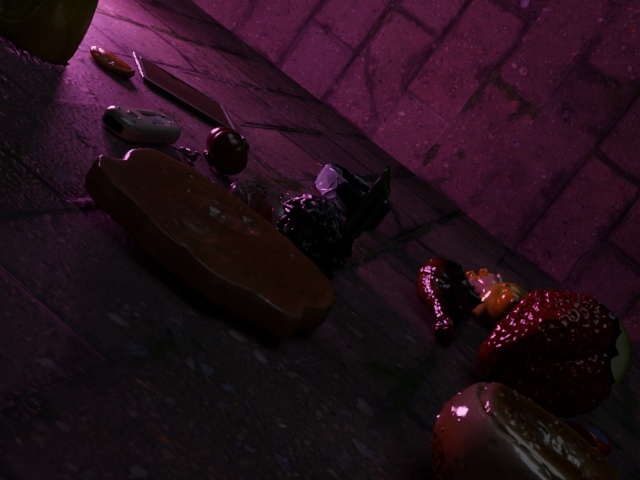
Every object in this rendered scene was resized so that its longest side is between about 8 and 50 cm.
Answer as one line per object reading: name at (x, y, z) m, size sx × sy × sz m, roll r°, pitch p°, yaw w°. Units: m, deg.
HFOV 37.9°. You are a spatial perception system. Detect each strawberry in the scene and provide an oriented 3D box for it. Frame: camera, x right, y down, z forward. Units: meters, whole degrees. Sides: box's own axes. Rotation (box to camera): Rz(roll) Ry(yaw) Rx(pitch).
strawberry at (0.416, 0.216, 1.754) m, size 0.288 × 0.250 × 0.238 m, roll -13°, pitch 9°, yaw -27°

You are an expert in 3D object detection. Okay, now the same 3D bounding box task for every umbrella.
umbrella at (-0.008, -0.010, 1.677) m, size 0.154 × 0.128 × 0.336 m, roll 59°, pitch 5°, yaw -2°

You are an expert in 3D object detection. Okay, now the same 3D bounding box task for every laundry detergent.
laundry detergent at (0.528, 0.390, 1.826) m, size 0.097 × 0.049 × 0.165 m, roll 40°, pitch 11°, yaw 31°

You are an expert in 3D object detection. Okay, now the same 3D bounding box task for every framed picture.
framed picture at (-0.327, -0.353, 2.243) m, size 0.273 × 0.016 × 0.216 m, roll 29°, pitch 16°, yaw -28°

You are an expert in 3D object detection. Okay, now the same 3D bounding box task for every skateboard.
skateboard at (-0.273, -0.175, 1.751) m, size 0.083 × 0.032 × 0.064 m, roll 27°, pitch 6°, yaw -44°

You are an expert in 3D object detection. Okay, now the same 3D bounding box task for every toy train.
toy train at (0.088, -0.054, 1.855) m, size 0.042 × 0.209 × 0.044 m, roll 37°, pitch 13°, yaw -4°

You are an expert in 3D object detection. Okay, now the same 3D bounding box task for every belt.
belt at (0.077, -0.111, 2.315) m, size 0.198 × 0.078 × 0.151 m, roll 40°, pitch 18°, yaw 7°

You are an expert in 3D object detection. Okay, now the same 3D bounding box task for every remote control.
remote control at (-0.324, -0.213, 1.709) m, size 0.078 × 0.042 × 0.221 m, roll 40°, pitch 13°, yaw 11°

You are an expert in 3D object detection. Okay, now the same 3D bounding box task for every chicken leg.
chicken leg at (0.260, 0.122, 1.978) m, size 0.158 × 0.095 × 0.407 m, roll 56°, pitch 16°, yaw -1°

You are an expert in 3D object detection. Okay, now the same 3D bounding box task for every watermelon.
watermelon at (-0.104, -0.071, 1.743) m, size 0.139 × 0.071 × 0.187 m, roll 28°, pitch 15°, yaw -17°

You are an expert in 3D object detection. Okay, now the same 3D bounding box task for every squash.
squash at (0.581, 0.262, 2.255) m, size 0.234 × 0.210 × 0.309 m, roll 52°, pitch -20°, yaw 3°

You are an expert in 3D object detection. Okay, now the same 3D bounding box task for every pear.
pear at (-0.512, -0.489, 1.727) m, size 0.238 × 0.255 × 0.164 m, roll 44°, pitch 13°, yaw 9°

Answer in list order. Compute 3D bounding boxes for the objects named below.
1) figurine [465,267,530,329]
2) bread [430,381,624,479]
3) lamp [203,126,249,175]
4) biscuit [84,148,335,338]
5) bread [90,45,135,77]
figurine at (0.422, 0.142, 2.240) m, size 0.156 × 0.131 × 0.246 m, roll -7°, pitch 25°, yaw -7°
bread at (0.267, 0.314, 1.165) m, size 0.305 × 0.159 × 0.305 m, roll 34°, pitch 10°, yaw -7°
lamp at (-0.185, -0.177, 1.843) m, size 0.101 × 0.090 × 0.101 m, roll 55°, pitch -15°, yaw 22°
biscuit at (-0.151, 0.005, 1.359) m, size 0.385 × 0.062 × 0.365 m, roll 38°, pitch 13°, yaw 4°
bread at (-0.451, -0.388, 2.022) m, size 0.110 × 0.024 × 0.110 m, roll 35°, pitch 13°, yaw -9°
